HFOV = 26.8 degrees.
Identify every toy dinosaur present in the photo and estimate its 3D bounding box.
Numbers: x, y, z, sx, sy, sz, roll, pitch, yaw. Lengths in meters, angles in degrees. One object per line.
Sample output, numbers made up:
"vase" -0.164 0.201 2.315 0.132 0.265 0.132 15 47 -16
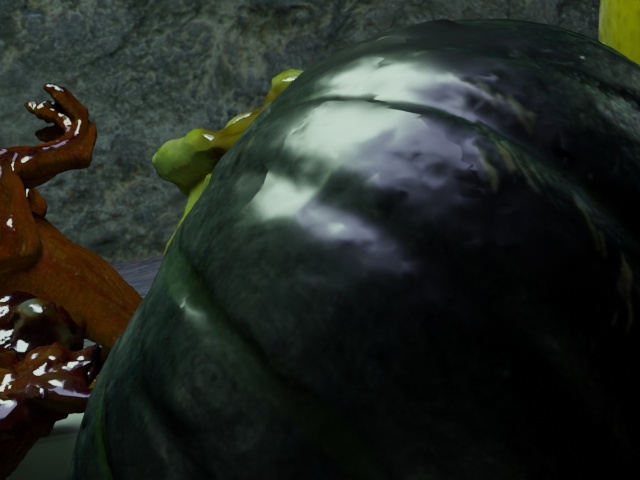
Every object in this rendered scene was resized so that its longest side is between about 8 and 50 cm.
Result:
"toy dinosaur" -0.197 -0.003 0.892 0.432 0.097 0.208 8 45 1

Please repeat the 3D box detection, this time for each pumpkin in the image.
"pumpkin" 0.038 0.052 0.437 0.250 0.216 0.250 -37 -8 -6

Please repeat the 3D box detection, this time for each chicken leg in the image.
"chicken leg" -0.178 0.114 0.590 0.177 0.083 0.322 -16 23 27

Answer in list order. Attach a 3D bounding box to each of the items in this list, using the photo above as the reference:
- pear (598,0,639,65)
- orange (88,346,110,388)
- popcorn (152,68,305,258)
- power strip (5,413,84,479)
"pear" 0.326 -0.102 0.672 0.362 0.362 0.418 -10 30 3
"orange" -0.133 0.107 0.904 0.083 0.070 0.083 -6 16 2
"popcorn" 0.000 0.000 0.990 0.256 0.255 0.195 -40 -8 20
"power strip" -0.217 0.141 0.750 0.338 0.058 0.098 -11 4 4
